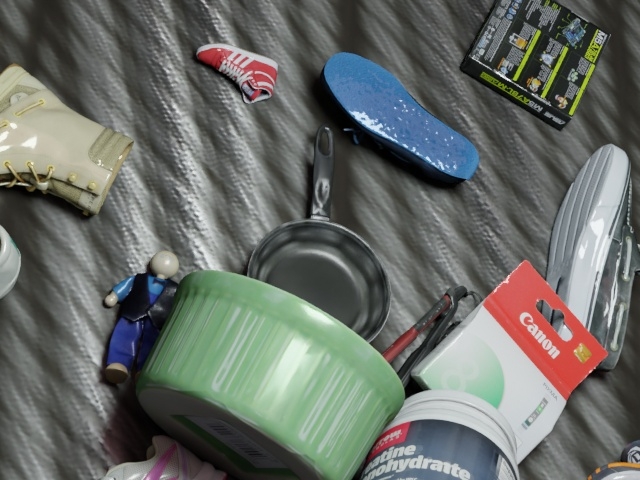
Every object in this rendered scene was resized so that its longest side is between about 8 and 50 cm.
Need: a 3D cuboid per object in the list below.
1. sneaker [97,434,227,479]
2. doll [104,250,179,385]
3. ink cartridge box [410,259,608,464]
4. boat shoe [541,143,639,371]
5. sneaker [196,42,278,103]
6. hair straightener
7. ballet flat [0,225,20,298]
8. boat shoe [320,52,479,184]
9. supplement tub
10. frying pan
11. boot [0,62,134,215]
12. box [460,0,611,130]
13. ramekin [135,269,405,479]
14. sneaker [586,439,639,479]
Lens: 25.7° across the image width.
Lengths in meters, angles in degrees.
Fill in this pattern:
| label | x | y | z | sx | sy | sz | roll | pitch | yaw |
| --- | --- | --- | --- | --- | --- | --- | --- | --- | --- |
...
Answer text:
| label | x | y | z | sx | sy | sz | roll | pitch | yaw |
| --- | --- | --- | --- | --- | --- | --- | --- | --- | --- |
| sneaker | -0.230 | 0.325 | 1.636 | 0.111 | 0.103 | 0.252 | 43 | 54 | 9 |
| doll | -0.212 | 0.096 | 1.774 | 0.129 | 0.046 | 0.189 | 12 | 56 | -2 |
| ink cartridge box | 0.255 | 0.164 | 1.835 | 0.225 | 0.056 | 0.181 | -43 | 98 | -9 |
| boat shoe | 0.395 | 0.030 | 1.983 | 0.119 | 0.121 | 0.335 | 23 | 71 | -15 |
| sneaker | -0.118 | -0.232 | 1.965 | 0.118 | 0.042 | 0.067 | 12 | 59 | -15 |
| hair straightener | 0.151 | 0.144 | 1.883 | 0.089 | 0.047 | 0.230 | 51 | 55 | -5 |
| ballet flat | -0.546 | 0.046 | 1.639 | 0.400 | 0.139 | 0.139 | -14 | 71 | -23 |
| boat shoe | 0.099 | -0.156 | 1.980 | 0.258 | 0.089 | 0.109 | 43 | 73 | -1 |
| supplement tub | 0.132 | 0.320 | 1.653 | 0.191 | 0.191 | 0.272 | 30 | 33 | -3 |
| frying pan | -0.026 | 0.008 | 1.876 | 0.197 | 0.053 | 0.326 | -13 | 68 | -23 |
| boot | -0.374 | -0.081 | 1.780 | 0.203 | 0.095 | 0.262 | 32 | 55 | -3 |
| box | 0.329 | -0.288 | 2.141 | 0.184 | 0.045 | 0.190 | 31 | 59 | -5 |
| ramekin | -0.068 | 0.181 | 1.644 | 0.303 | 0.303 | 0.148 | 31 | 67 | -2 |
| sneaker | 0.413 | 0.320 | 1.793 | 0.321 | 0.124 | 0.180 | 29 | 18 | -38 |
